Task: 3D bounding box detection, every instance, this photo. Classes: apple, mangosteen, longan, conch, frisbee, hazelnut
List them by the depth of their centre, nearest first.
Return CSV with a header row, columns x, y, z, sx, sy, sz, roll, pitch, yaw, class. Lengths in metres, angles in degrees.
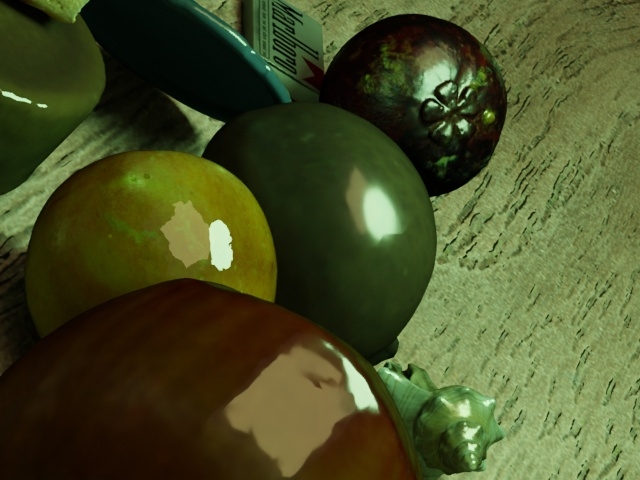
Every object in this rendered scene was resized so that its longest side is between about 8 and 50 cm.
x,y,z,sx,sy,sz,roll,pitch,yaw,class
-0.093,0.204,1.328,0.366,0.366,0.366,32,31,-22,hazelnut
-0.149,0.039,1.563,0.237,0.237,0.208,21,47,-38,apple
0.000,0.000,1.773,0.300,0.243,0.300,50,27,-38,longan
0.102,0.188,1.815,0.137,0.114,0.234,33,-6,-41,conch
-0.147,-0.215,1.864,0.289,0.049,0.289,29,-15,8,frisbee
0.102,-0.163,2.185,0.231,0.231,0.289,38,-8,-12,mangosteen

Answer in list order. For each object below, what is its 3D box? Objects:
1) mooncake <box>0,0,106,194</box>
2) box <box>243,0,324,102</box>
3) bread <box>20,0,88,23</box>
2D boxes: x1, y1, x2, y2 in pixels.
x,y,z,sx,sy,sz,roll,pitch,yaw,class
-0.352,-0.173,1.620,0.284,0.155,0.284,33,30,-21,mooncake
-0.048,-0.246,2.238,0.115,0.036,0.177,32,31,-24,box
-0.264,-0.287,1.669,0.125,0.068,0.188,35,24,-19,bread
